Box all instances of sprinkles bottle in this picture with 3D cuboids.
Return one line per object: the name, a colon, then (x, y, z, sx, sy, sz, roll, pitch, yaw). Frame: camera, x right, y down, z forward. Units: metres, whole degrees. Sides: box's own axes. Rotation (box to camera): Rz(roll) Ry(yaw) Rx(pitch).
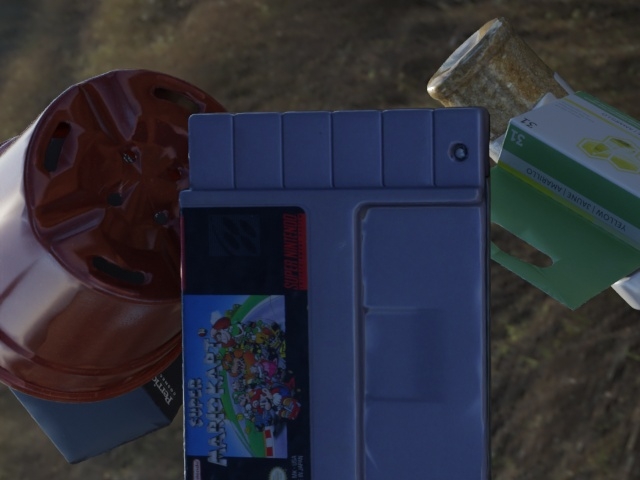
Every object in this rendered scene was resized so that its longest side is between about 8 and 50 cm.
sprinkles bottle: (0.279, -0.084, 1.650, 0.121, 0.355, 0.121, -44, 8, 8)

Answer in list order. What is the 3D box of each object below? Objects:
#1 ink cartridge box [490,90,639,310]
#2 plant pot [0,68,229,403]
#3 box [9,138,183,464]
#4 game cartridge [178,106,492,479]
ink cartridge box: (0.217, -0.042, 1.244, 0.171, 0.235, 0.056, 34, 127, 29)
plant pot: (-0.189, -0.012, 1.308, 0.265, 0.272, 0.272, 145, 140, -63)
box: (-0.281, 0.034, 1.821, 0.179, 0.343, 0.312, -26, 18, 31)
game cartridge: (0.010, 0.082, 1.086, 0.068, 0.230, 0.355, -19, -72, -80)
